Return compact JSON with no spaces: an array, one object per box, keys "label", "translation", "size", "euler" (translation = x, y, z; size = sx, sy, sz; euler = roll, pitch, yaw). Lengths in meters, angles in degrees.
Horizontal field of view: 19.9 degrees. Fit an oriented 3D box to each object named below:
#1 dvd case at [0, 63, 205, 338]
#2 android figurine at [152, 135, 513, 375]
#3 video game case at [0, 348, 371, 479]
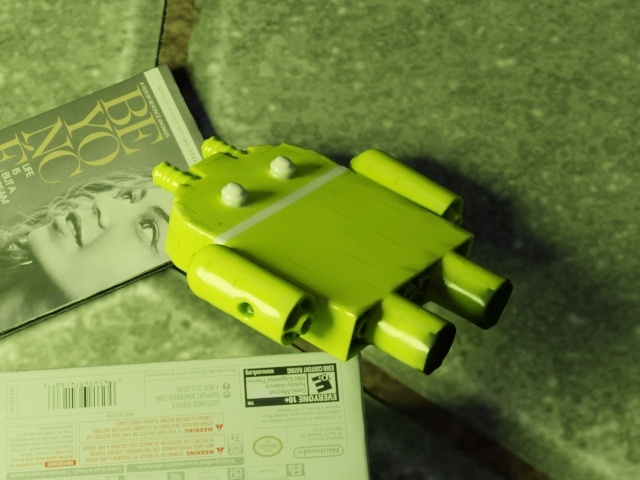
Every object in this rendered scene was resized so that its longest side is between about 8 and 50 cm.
[{"label":"dvd case","translation":[-0.190,-0.033,1.442],"size":[0.221,0.018,0.164],"euler":[-23,68,-10]},{"label":"android figurine","translation":[0.000,0.000,1.355],"size":[0.273,0.056,0.248],"euler":[31,37,24]},{"label":"video game case","translation":[-0.096,0.205,1.261],"size":[0.270,0.061,0.244],"euler":[-3,63,-2]}]
